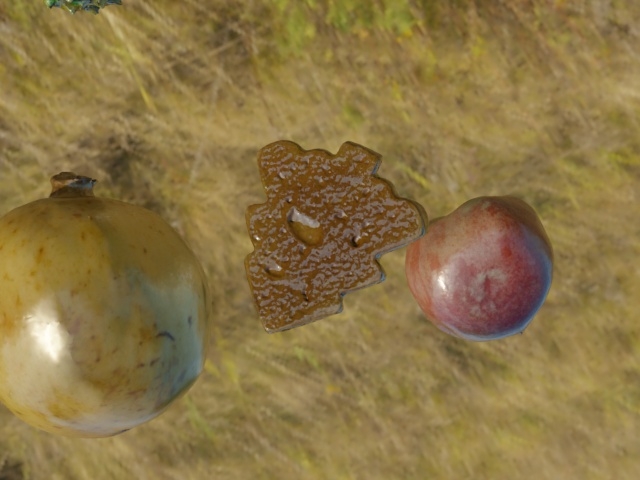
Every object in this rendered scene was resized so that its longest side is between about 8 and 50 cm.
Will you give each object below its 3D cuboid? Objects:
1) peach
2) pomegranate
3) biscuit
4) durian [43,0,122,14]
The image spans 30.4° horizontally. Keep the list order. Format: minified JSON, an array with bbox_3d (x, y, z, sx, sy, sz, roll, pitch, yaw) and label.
[{"bbox_3d":[0.169,0.032,1.207,0.152,0.152,0.152,-22,156,-10],"label":"peach"},{"bbox_3d":[-0.169,0.041,0.843,0.196,0.196,0.196,-22,156,-10],"label":"pomegranate"},{"bbox_3d":[0.000,0.000,0.511,0.016,0.082,0.092,57,57,-81],"label":"biscuit"},{"bbox_3d":[-0.205,-0.263,1.060,0.186,0.108,0.119,-11,176,-30],"label":"durian"}]
